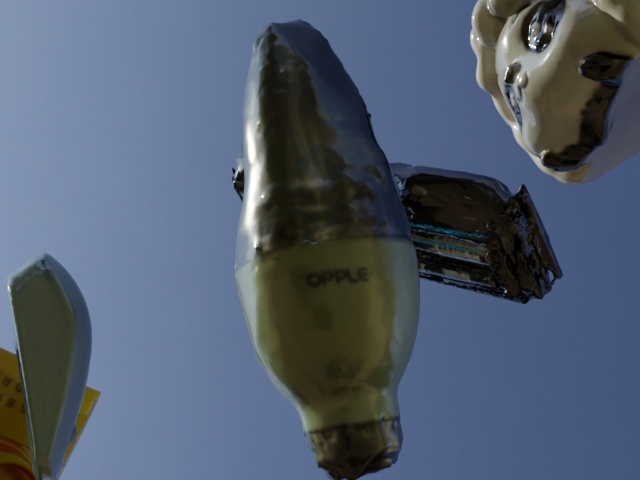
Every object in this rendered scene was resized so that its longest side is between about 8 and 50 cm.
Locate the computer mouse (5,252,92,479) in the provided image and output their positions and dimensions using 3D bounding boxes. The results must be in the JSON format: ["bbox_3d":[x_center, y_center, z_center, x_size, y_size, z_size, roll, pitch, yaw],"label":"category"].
[{"bbox_3d":[-0.259,0.125,1.220,0.079,0.128,0.231,-5,-101,-12],"label":"computer mouse"}]

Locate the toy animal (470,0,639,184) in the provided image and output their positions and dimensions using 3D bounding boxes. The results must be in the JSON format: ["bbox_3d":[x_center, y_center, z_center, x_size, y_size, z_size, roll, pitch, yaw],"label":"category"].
[{"bbox_3d":[0.216,-0.165,0.991,0.156,0.204,0.208,46,-33,25],"label":"toy animal"}]

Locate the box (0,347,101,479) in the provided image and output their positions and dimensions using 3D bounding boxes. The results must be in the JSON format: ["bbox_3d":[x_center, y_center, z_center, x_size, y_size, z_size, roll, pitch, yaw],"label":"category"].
[{"bbox_3d":[-0.358,0.248,1.331,0.152,0.269,0.043,25,-33,-1],"label":"box"}]

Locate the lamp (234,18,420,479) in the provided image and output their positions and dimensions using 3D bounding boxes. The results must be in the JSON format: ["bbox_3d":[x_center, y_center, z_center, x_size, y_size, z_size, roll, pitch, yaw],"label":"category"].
[{"bbox_3d":[0.000,0.000,0.661,0.101,0.101,0.250,-13,-99,19],"label":"lamp"}]

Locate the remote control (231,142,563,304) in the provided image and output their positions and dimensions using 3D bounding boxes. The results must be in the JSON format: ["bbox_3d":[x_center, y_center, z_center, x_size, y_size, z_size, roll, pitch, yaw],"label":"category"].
[{"bbox_3d":[0.056,-0.017,1.239,0.399,0.062,0.144,11,-42,48],"label":"remote control"}]
